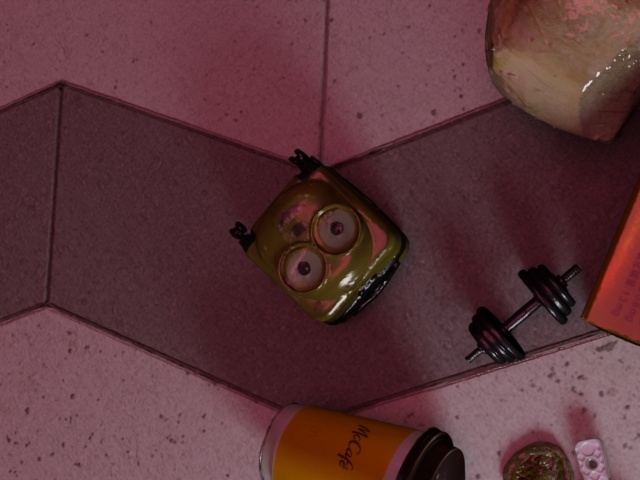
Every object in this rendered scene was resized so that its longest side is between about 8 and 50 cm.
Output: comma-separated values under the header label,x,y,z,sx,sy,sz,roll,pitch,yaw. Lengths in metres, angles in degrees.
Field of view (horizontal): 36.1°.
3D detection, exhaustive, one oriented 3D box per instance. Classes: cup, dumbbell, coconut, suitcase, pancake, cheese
label,x,y,z,sx,sy,sz,roll,pitch,yaw
cup,0.060,0.336,1.421,0.280,0.196,0.196,16,89,28
dumbbell,0.289,0.106,1.408,0.208,0.099,0.099,-42,72,11
coconut,0.357,-0.296,1.338,0.255,0.297,0.297,32,94,17
suitcase,0.000,0.000,1.497,0.235,0.143,0.194,43,98,18
pancake,0.317,0.344,1.413,0.108,0.017,0.108,-3,83,23
cheese,0.404,0.402,1.358,0.127,0.050,0.255,-14,79,17

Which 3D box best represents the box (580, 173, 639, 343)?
label,x,y,z,sx,sy,sz,roll,pitch,yaw
box,0.477,-0.061,1.277,0.116,0.264,0.415,24,91,22
